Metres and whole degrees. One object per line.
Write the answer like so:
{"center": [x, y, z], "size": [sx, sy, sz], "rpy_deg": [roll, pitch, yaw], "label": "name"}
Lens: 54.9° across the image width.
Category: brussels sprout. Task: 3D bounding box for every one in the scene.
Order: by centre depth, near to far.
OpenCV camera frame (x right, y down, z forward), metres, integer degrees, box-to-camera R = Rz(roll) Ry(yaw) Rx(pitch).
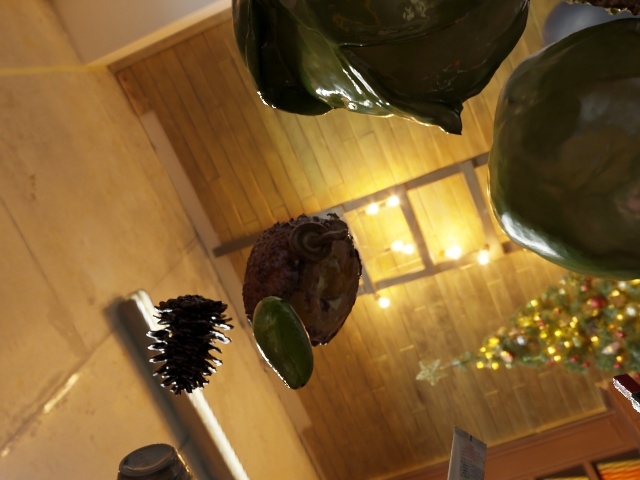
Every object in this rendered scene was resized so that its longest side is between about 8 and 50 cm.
{"center": [0.058, -0.231, 0.563], "size": [0.259, 0.294, 0.227], "rpy_deg": [38, -171, 39], "label": "brussels sprout"}
{"center": [0.350, -0.110, 0.746], "size": [0.247, 0.328, 0.327], "rpy_deg": [36, -146, -73], "label": "brussels sprout"}

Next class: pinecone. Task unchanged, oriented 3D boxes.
{"center": [-0.368, 0.295, 1.737], "size": [0.246, 0.246, 0.292], "rpy_deg": [54, -146, -55], "label": "pinecone"}

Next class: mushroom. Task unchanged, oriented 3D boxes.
{"center": [0.003, 0.003, 1.272], "size": [0.073, 0.130, 0.088], "rpy_deg": [34, -129, -62], "label": "mushroom"}

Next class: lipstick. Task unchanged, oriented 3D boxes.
{"center": [0.683, 0.366, 1.161], "size": [0.312, 0.051, 0.051], "rpy_deg": [-128, 24, -48], "label": "lipstick"}

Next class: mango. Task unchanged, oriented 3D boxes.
{"center": [-0.067, 0.174, 1.049], "size": [0.091, 0.074, 0.165], "rpy_deg": [-19, -89, -44], "label": "mango"}

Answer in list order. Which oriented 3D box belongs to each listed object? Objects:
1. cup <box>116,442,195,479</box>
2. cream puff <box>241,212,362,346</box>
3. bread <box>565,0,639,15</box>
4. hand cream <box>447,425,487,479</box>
{"center": [-0.413, 0.635, 1.534], "size": [0.301, 0.227, 0.256], "rpy_deg": [7, 107, 56], "label": "cup"}
{"center": [-0.057, 0.100, 1.483], "size": [0.350, 0.229, 0.350], "rpy_deg": [-17, -69, -53], "label": "cream puff"}
{"center": [0.394, -0.382, 0.780], "size": [0.171, 0.314, 0.192], "rpy_deg": [46, 128, 50], "label": "bread"}
{"center": [0.327, 0.562, 1.405], "size": [0.133, 0.083, 0.247], "rpy_deg": [39, -128, -31], "label": "hand cream"}
